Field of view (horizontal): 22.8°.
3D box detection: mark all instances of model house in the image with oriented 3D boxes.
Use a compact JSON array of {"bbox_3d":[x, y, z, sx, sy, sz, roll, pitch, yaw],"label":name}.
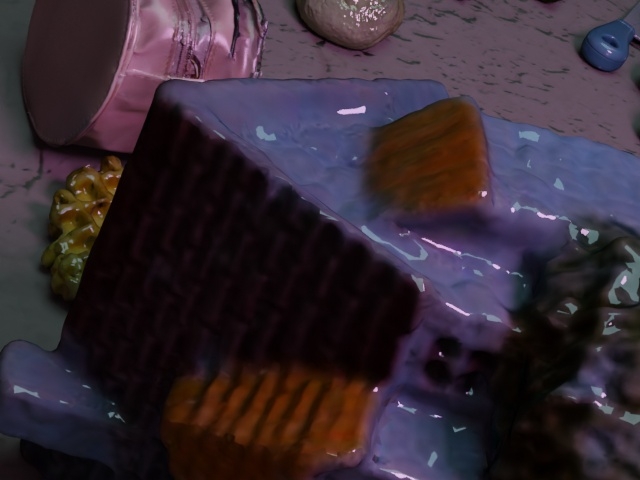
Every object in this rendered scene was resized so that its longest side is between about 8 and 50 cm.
[{"bbox_3d":[-0.006,0.073,0.917,0.339,0.360,0.297,19,39,-10],"label":"model house"}]

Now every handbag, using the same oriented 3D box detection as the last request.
[{"bbox_3d":[-0.144,-0.153,1.251,0.116,0.179,0.205,12,27,-34],"label":"handbag"}]

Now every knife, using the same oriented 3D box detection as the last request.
[{"bbox_3d":[0.355,-0.237,1.795,0.058,0.032,0.244,35,33,14],"label":"knife"}]

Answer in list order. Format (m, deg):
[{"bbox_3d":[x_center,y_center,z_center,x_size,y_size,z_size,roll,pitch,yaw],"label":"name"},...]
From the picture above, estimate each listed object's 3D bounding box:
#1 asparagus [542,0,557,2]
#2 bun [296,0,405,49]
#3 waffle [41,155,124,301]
[{"bbox_3d":[0.286,-0.316,1.830,0.045,0.041,0.178,-7,21,32],"label":"asparagus"},{"bbox_3d":[0.033,-0.240,1.553,0.115,0.069,0.115,16,38,-13],"label":"bun"},{"bbox_3d":[-0.123,0.007,1.173,0.161,0.046,0.192,13,35,-9],"label":"waffle"}]
